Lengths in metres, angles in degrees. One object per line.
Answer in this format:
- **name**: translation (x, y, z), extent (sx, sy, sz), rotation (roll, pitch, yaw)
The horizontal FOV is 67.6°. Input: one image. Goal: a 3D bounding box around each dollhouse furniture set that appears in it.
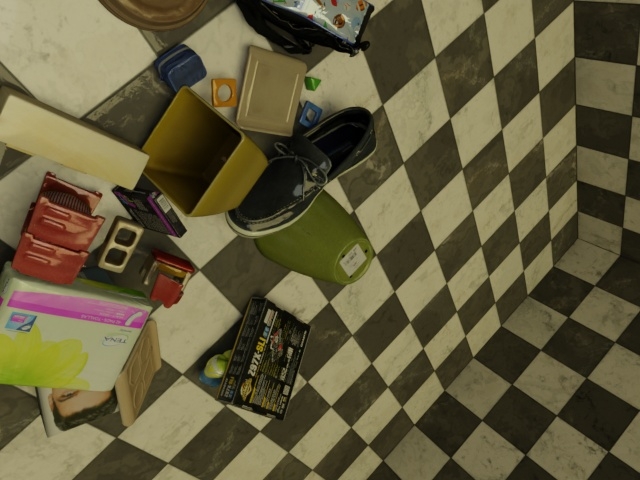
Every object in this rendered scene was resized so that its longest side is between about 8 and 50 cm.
- **dollhouse furniture set**: translation (-0.426, 0.016, 1.022), extent (0.374, 0.201, 0.152), rotation (25, 98, -34)

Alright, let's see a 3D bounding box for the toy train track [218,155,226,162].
- **toy train track**: translation (-0.251, -0.196, 1.231), extent (0.048, 0.014, 0.083), rotation (6, 116, -50)

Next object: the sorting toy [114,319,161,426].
- **sorting toy**: translation (-0.476, 0.340, 1.243), extent (0.038, 0.208, 0.193), rotation (7, 122, 2)

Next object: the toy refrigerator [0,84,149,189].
- **toy refrigerator**: translation (-0.498, -0.195, 0.955), extent (0.270, 0.102, 0.094), rotation (23, 98, -46)

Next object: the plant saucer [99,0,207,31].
- **plant saucer**: translation (-0.327, -0.558, 0.936), extent (0.278, 0.041, 0.277), rotation (-20, 125, -32)

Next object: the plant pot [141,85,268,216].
- **plant pot**: translation (-0.246, -0.182, 1.093), extent (0.212, 0.212, 0.187), rotation (-53, 157, 11)

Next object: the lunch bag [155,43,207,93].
- **lunch bag**: translation (-0.308, -0.373, 1.041), extent (0.098, 0.065, 0.067), rotation (-39, 152, -15)

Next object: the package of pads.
- **package of pads**: translation (-0.531, 0.193, 0.988), extent (0.297, 0.101, 0.229), rotation (23, 96, -45)

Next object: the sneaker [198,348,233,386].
- **sneaker**: translation (-0.287, 0.399, 1.511), extent (0.126, 0.091, 0.240), rotation (-37, 154, 24)

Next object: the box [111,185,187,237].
- **box**: translation (-0.387, -0.068, 1.082), extent (0.029, 0.162, 0.116), rotation (-55, 141, -32)

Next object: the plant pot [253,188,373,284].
- **plant pot**: translation (0.000, 0.000, 1.358), extent (0.275, 0.293, 0.274), rotation (-20, 126, -31)

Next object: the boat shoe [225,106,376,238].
- **boat shoe**: translation (-0.044, -0.194, 1.259), extent (0.500, 0.187, 0.156), rotation (-37, 163, -18)

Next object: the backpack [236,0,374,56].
- **backpack**: translation (-0.039, -0.536, 1.051), extent (0.263, 0.276, 0.213), rotation (4, 106, -35)

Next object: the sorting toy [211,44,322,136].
- **sorting toy**: translation (-0.130, -0.372, 1.206), extent (0.348, 0.047, 0.195), rotation (-2, 111, -45)

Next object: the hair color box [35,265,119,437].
- **hair color box**: translation (-0.584, 0.263, 1.138), extent (0.185, 0.114, 0.374), rotation (-13, 123, -35)

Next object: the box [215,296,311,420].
- **box**: translation (-0.166, 0.372, 1.493), extent (0.257, 0.079, 0.321), rotation (40, 58, -45)
